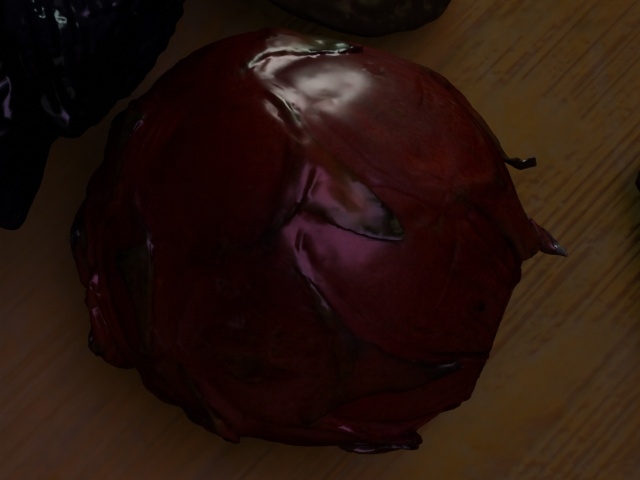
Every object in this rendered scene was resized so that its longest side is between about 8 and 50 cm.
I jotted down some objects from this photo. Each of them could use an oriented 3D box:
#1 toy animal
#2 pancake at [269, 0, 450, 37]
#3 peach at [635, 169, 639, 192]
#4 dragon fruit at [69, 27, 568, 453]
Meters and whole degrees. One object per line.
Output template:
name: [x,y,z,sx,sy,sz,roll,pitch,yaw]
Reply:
toy animal: [-0.159,-0.133,0.963,0.185,0.298,0.122,-19,127,7]
pancake: [0.008,-0.239,1.051,0.250,0.031,0.250,11,73,-41]
peach: [0.371,0.029,1.045,0.362,0.201,0.257,30,75,-5]
dragon fruit: [-0.010,0.001,0.959,0.252,0.241,0.241,33,71,29]
